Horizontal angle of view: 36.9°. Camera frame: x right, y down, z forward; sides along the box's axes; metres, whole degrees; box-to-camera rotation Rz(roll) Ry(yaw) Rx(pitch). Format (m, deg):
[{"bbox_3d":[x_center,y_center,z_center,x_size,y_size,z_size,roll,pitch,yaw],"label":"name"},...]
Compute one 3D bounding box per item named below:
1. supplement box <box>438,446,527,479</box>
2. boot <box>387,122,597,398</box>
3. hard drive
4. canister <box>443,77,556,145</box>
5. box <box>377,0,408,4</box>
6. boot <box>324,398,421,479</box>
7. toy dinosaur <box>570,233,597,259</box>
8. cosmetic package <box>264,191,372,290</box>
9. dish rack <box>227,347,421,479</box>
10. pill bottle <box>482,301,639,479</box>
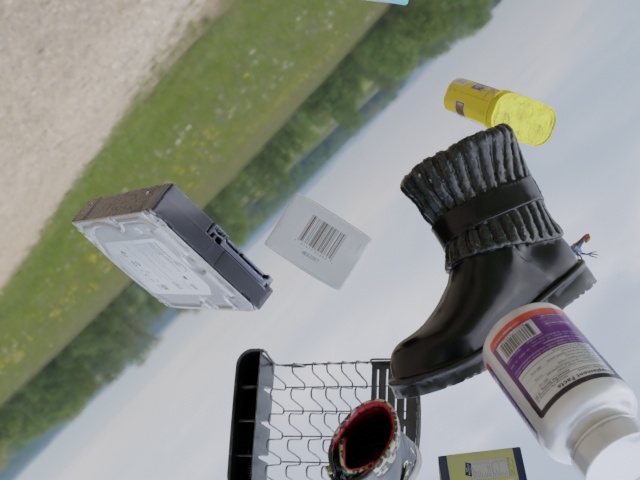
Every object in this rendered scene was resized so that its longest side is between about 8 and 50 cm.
[{"bbox_3d":[0.163,0.257,0.947,0.083,0.056,0.083,-7,-134,4],"label":"supplement box"},{"bbox_3d":[0.173,0.023,1.244,0.348,0.260,0.131,-32,-179,-29],"label":"boot"},{"bbox_3d":[-0.244,0.020,1.538,0.339,0.237,0.064,-4,-134,55],"label":"hard drive"},{"bbox_3d":[0.299,-0.221,1.627,0.170,0.126,0.073,41,-66,62],"label":"canister"},{"bbox_3d":[0.059,-0.383,1.027,0.060,0.100,0.244,-5,108,-48],"label":"box"},{"bbox_3d":[0.024,0.294,1.075,0.236,0.085,0.178,-52,153,-18],"label":"boot"},{"bbox_3d":[0.462,0.019,1.763,0.047,0.090,0.082,-11,121,-64],"label":"toy dinosaur"},{"bbox_3d":[0.000,0.000,1.297,0.085,0.117,0.231,-57,178,0],"label":"cosmetic package"},{"bbox_3d":[0.008,0.260,1.377,0.271,0.208,0.074,-4,161,20],"label":"dish rack"},{"bbox_3d":[0.257,0.161,0.992,0.108,0.108,0.193,-43,-141,10],"label":"pill bottle"}]
